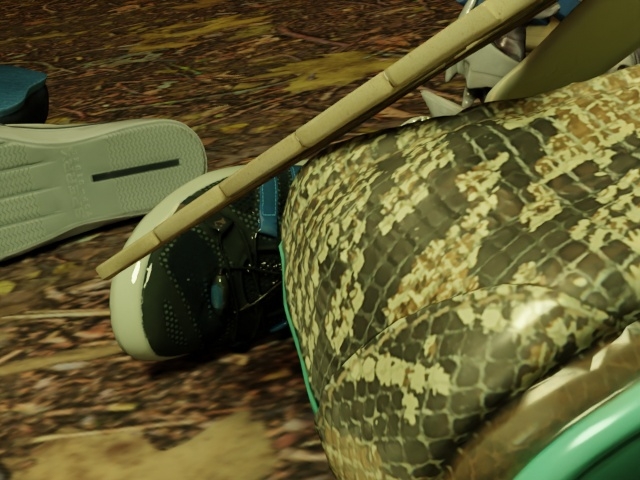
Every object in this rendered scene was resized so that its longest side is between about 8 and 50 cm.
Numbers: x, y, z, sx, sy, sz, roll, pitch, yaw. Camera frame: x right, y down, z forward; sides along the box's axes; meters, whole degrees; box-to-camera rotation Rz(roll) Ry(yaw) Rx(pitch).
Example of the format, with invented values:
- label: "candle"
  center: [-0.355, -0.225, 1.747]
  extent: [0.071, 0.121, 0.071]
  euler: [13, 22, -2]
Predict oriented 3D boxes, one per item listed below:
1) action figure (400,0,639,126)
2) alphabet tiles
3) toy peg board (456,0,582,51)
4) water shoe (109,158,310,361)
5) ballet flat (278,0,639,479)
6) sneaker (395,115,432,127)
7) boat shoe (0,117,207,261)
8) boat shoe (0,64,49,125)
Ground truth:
- label: "action figure"
  center: [0.157, -0.067, 0.637]
  extent: [0.185, 0.099, 0.285]
  euler: [35, 38, 20]
- label: "alphabet tiles"
  center: [0.052, -0.069, 0.479]
  extent: [0.237, 0.009, 0.198]
  euler: [-34, 3, -43]
- label: "toy peg board"
  center: [0.177, -0.248, 1.137]
  extent: [0.079, 0.161, 0.161]
  euler: [26, -5, -33]
- label: "water shoe"
  center: [0.000, 0.000, 0.599]
  extent: [0.080, 0.073, 0.203]
  euler: [13, 28, 41]
- label: "ballet flat"
  center: [0.211, -0.058, 0.408]
  extent: [0.482, 0.164, 0.182]
  euler: [-20, 53, -8]
- label: "sneaker"
  center: [0.040, -0.056, 0.830]
  extent: [0.035, 0.031, 0.083]
  euler: [5, 22, 42]
- label: "boat shoe"
  center: [-0.181, -0.028, 0.812]
  extent: [0.226, 0.083, 0.076]
  euler: [-5, 2, -29]
- label: "boat shoe"
  center: [-0.235, -0.063, 0.926]
  extent: [0.109, 0.089, 0.258]
  euler: [11, 14, 9]
